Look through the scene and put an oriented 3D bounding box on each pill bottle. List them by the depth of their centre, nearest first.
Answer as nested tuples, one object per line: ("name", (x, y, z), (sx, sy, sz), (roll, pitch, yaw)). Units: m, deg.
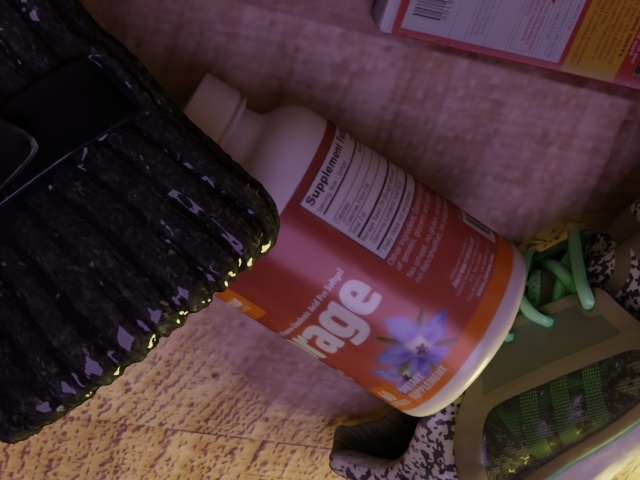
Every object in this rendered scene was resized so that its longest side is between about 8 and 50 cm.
("pill bottle", (0.000, 0.000, 0.657), (0.216, 0.121, 0.121), (32, 115, -10))

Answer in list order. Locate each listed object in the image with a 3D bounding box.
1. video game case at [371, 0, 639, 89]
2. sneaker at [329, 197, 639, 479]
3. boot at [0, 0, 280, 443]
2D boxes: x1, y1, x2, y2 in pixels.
("video game case", (0.193, -0.183, 0.641), (0.285, 0.025, 0.204), (10, 123, -17))
("sneaker", (0.136, 0.067, 0.749), (0.182, 0.158, 0.410), (28, 116, -6))
("boot", (-0.220, -0.003, 0.554), (0.348, 0.131, 0.260), (-32, 103, 19))
